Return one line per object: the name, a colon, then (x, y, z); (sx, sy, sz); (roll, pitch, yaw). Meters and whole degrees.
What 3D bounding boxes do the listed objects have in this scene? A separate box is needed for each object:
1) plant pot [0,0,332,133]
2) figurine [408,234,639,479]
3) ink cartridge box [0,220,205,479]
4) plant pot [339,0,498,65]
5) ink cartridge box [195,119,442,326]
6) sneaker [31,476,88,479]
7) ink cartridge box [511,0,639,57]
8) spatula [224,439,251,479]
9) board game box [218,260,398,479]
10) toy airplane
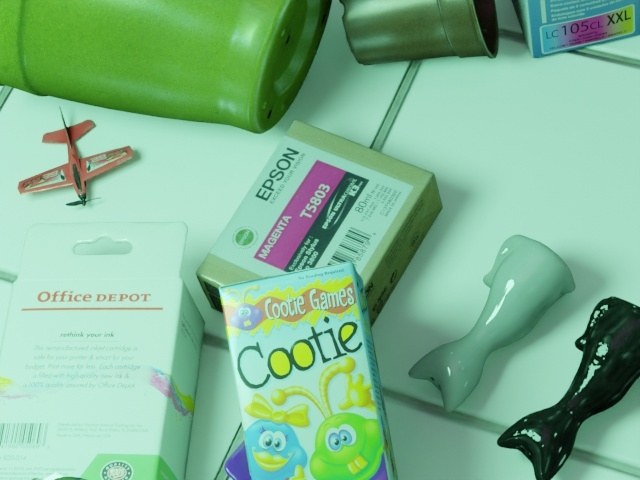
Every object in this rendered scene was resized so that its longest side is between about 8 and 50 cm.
plant pot: (-0.183, -0.295, 2.083); (0.353, 0.366, 0.366); (22, 66, 10)
figurine: (0.228, 0.128, 1.870); (0.215, 0.092, 0.209); (36, 77, 29)
ink cartridge box: (-0.247, 0.158, 1.932); (0.207, 0.119, 0.353); (0, 61, 12)
plant pot: (0.116, -0.285, 2.100); (0.165, 0.167, 0.167); (-10, 58, 15)
ink cartridge box: (0.000, 0.000, 1.991); (0.193, 0.088, 0.234); (22, 68, 22)
sneaker: (-0.249, 0.329, 1.747); (0.086, 0.064, 0.192); (-8, 71, 12)
ink cartridge box: (0.267, -0.438, 2.008); (0.151, 0.395, 0.270); (-16, 58, 3)
spatula: (-0.113, 0.315, 1.860); (0.084, 0.030, 0.296); (36, 73, 14)
board game box: (-0.006, 0.177, 1.798); (0.142, 0.144, 0.275); (-11, 80, 4)
toy airplane: (-0.308, -0.101, 2.153); (0.151, 0.028, 0.151); (-5, 58, 8)
